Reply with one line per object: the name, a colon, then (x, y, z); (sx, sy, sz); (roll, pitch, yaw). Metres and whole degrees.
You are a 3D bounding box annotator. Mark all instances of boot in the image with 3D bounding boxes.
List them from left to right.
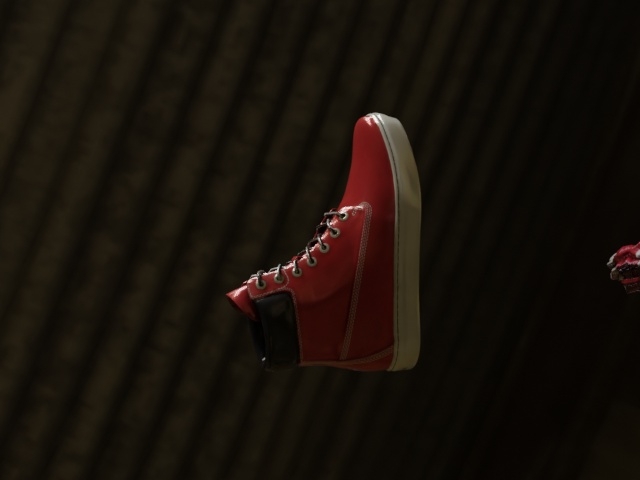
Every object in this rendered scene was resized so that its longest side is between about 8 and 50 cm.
boot: (0.000, 0.000, 1.795); (0.176, 0.088, 0.244); (1, -96, -13)

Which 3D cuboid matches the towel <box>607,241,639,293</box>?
towel: (0.321, -0.034, 1.266); (0.237, 0.037, 0.329); (-24, -4, -4)
